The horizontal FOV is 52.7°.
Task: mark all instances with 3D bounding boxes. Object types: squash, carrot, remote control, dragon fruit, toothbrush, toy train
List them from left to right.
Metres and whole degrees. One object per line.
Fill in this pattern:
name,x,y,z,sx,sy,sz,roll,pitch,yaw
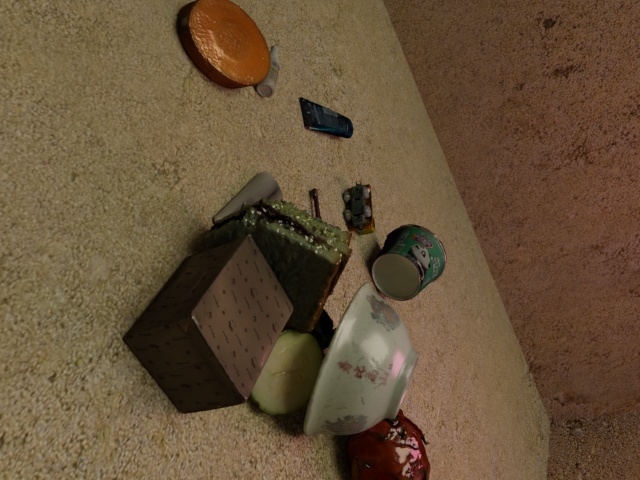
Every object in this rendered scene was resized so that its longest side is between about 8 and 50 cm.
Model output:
carrot,-0.274,-0.550,1.810,0.307,0.100,0.258,8,69,-51
remote control,-0.178,-0.087,1.741,0.109,0.055,0.313,62,30,-18
squash,-0.085,0.316,1.570,0.219,0.041,0.219,-7,103,-34
toothbrush,0.001,0.000,2.035,0.041,0.041,0.363,24,53,-55
toy train,0.146,-0.109,2.318,0.127,0.089,0.219,50,33,-54
dragon fruit,0.191,0.612,1.836,0.315,0.250,0.250,46,35,-16

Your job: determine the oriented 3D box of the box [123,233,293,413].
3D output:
box,-0.222,0.173,1.369,0.225,0.191,0.297,61,31,-22

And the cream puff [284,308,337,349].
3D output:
cream puff,-0.033,0.239,1.694,0.183,0.169,0.183,41,39,-45

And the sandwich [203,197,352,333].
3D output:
sandwich,-0.113,0.042,1.507,0.326,0.262,0.131,27,38,4

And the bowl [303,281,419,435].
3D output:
bowl,0.134,0.341,1.676,0.435,0.196,0.434,20,90,-77

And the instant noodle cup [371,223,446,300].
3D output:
instant noodle cup,0.309,0.091,2.349,0.190,0.251,0.251,-40,110,-52

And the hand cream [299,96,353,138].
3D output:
hand cream,0.023,-0.430,2.312,0.271,0.061,0.120,7,67,-55

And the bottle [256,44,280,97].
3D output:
bottle,-0.157,-0.539,2.035,0.060,0.060,0.217,48,37,-38
